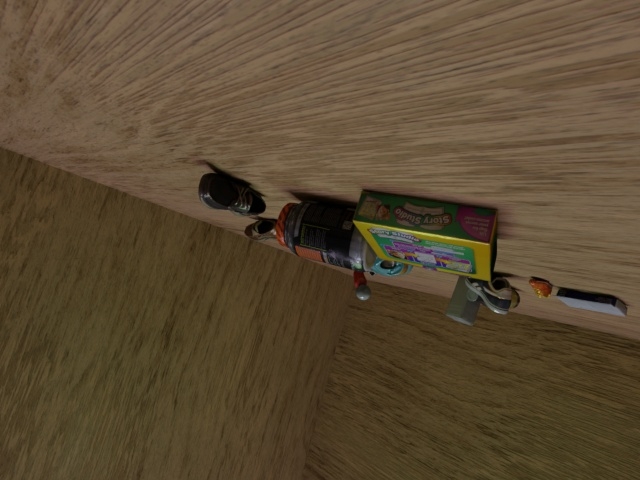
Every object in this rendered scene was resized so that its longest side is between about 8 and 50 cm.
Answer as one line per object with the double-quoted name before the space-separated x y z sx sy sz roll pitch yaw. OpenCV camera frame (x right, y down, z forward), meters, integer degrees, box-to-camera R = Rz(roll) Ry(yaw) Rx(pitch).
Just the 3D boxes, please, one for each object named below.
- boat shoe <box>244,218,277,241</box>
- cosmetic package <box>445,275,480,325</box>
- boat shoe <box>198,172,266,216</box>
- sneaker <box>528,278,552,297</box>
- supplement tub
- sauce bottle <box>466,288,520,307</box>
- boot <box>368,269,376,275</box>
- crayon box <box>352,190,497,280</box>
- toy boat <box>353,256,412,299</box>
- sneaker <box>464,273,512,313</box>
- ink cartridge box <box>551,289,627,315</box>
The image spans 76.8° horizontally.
"boat shoe" -0.315 -0.069 2.223 0.323 0.123 0.119 -2 157 42
"cosmetic package" 0.772 0.312 2.141 0.107 0.238 0.127 30 170 -20
"boat shoe" -0.309 -0.167 1.484 0.130 0.133 0.355 3 177 19
"sneaker" 0.927 0.204 1.695 0.175 0.068 0.064 24 171 -35
"supplement tub" 0.029 -0.024 1.402 0.337 0.207 0.207 14 172 22
"sauce bottle" 0.881 0.287 2.062 0.344 0.112 0.111 10 177 -35
"boot" 0.310 0.144 2.358 0.095 0.124 0.258 13 172 22
"crayon box" 0.313 -0.009 1.172 0.362 0.106 0.313 11 162 27
"toy boat" 0.263 0.127 1.755 0.267 0.148 0.318 23 129 -33
"sneaker" 0.786 0.206 1.870 0.126 0.128 0.321 9 -160 -12
"ink cartridge box" 1.135 0.255 1.704 0.223 0.046 0.223 23 169 -39
